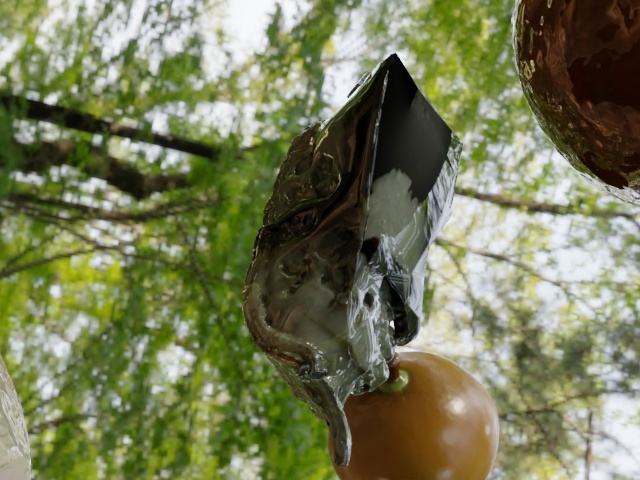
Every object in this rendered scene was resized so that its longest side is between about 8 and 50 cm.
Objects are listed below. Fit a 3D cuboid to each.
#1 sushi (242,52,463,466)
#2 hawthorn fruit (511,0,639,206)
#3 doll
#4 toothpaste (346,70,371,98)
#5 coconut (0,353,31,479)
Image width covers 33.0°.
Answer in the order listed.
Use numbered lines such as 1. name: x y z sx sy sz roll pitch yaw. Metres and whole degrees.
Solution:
1. sushi: 0.006 0.017 0.727 0.109 0.134 0.273 0 -117 31
2. hawthorn fruit: 0.362 -0.175 0.849 0.403 0.402 0.403 -38 -134 54
3. doll: 0.101 0.215 1.300 0.236 0.213 0.213 65 -1 -36
4. toothpaste: 0.111 -0.169 1.528 0.034 0.164 0.046 -46 -176 41
5. coconut: -0.223 0.100 0.436 0.224 0.234 0.224 -14 -120 25
